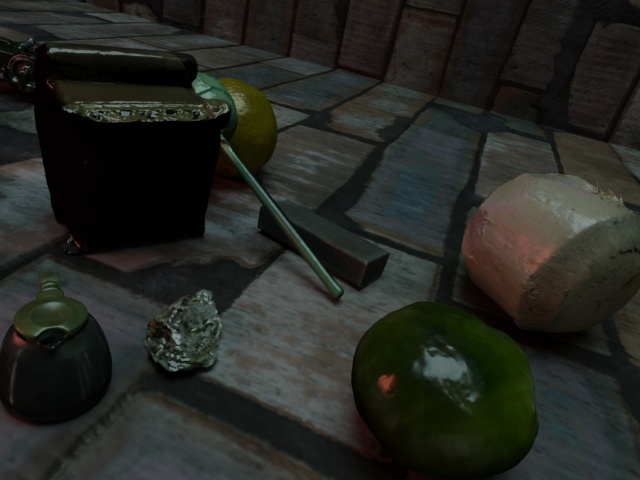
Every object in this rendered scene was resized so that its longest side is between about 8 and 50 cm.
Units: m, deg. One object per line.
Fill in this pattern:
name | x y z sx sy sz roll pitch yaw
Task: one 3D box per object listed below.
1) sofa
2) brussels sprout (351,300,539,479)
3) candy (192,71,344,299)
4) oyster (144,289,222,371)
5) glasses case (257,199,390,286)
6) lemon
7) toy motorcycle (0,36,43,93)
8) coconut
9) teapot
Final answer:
sofa | -0.260 -0.128 0.638 0.200 0.258 0.182 -10 49 -34
brussels sprout | 0.111 0.131 0.439 0.161 0.144 0.180 -3 3 11
candy | -0.103 -0.089 0.696 0.119 0.119 0.440 -18 62 -43
oyster | -0.141 0.095 0.508 0.098 0.037 0.100 -14 38 -38
glasses case | 0.000 0.000 0.724 0.205 0.047 0.071 28 28 27
lemon | -0.170 -0.209 0.898 0.178 0.178 0.203 2 61 -18
toy motorcycle | -0.735 -0.409 1.099 0.275 0.127 0.205 10 29 -18
coconut | 0.310 0.007 0.667 0.224 0.224 0.234 -2 44 -25
teapot | -0.247 0.088 0.423 0.124 0.091 0.092 28 31 24
